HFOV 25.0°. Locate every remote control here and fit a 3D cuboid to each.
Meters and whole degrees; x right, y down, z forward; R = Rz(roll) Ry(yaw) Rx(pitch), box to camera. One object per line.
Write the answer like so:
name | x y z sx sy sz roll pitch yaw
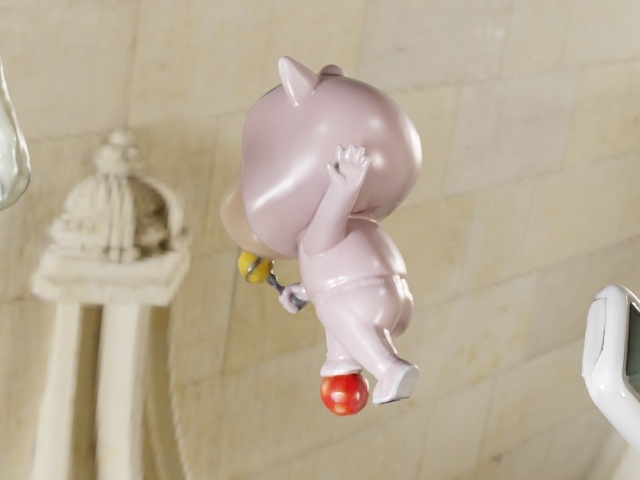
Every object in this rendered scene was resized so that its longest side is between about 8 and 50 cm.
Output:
remote control | 0.204 0.119 0.710 0.029 0.261 0.067 -21 -143 33

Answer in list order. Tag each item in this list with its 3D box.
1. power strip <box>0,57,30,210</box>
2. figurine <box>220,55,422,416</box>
power strip | -0.231 -0.074 0.544 0.213 0.198 0.064 -17 -173 24
figurine | 0.000 0.000 1.165 0.186 0.287 0.176 -16 174 22
